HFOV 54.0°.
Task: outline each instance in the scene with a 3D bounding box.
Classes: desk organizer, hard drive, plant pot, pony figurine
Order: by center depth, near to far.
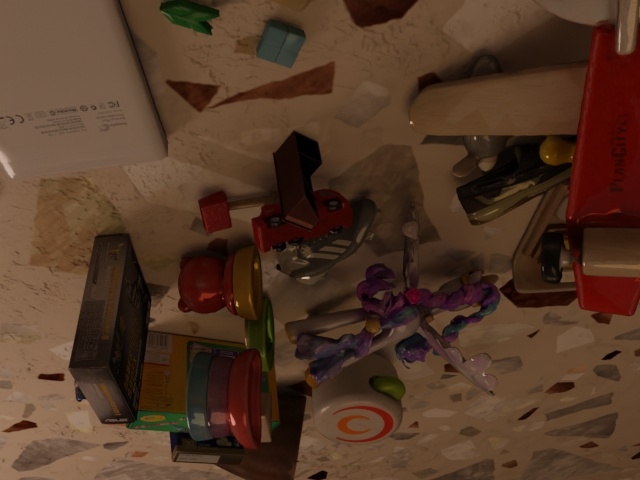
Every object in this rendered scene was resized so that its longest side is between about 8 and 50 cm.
[{"bbox_3d":[-0.313,-0.203,0.694,0.210,0.040,0.319,-8,142,-2],"label":"hard drive"},{"bbox_3d":[-0.025,-0.081,0.834,0.047,0.130,0.050,21,131,-32],"label":"desk organizer"},{"bbox_3d":[0.135,0.122,1.051,0.363,0.303,0.351,-21,172,9],"label":"pony figurine"},{"bbox_3d":[-0.162,0.444,1.425,0.230,0.215,0.215,10,140,0],"label":"plant pot"}]

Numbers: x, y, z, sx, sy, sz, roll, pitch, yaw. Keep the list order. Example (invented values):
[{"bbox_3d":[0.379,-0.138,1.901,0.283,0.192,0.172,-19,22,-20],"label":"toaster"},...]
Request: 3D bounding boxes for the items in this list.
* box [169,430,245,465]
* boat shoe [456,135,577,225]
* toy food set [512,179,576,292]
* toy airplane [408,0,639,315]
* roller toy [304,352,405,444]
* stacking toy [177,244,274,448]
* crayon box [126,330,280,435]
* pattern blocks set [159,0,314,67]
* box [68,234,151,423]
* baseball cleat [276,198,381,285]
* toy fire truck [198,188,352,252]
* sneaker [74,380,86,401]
[{"bbox_3d":[-0.238,0.347,1.263,0.136,0.225,0.037,13,116,-26],"label":"box"},{"bbox_3d":[0.303,-0.105,0.915,0.223,0.080,0.073,-33,100,13],"label":"boat shoe"},{"bbox_3d":[0.473,-0.012,1.052,0.219,0.092,0.306,-3,141,-9],"label":"toy food set"},{"bbox_3d":[0.351,-0.152,0.743,0.384,0.386,0.272,-48,172,28],"label":"toy airplane"},{"bbox_3d":[0.075,0.336,1.361,0.209,0.146,0.191,-3,133,2],"label":"roller toy"},{"bbox_3d":[-0.159,0.190,1.038,0.130,0.309,0.280,-2,152,3],"label":"stacking toy"},{"bbox_3d":[-0.222,0.281,1.213,0.278,0.165,0.081,13,136,-25],"label":"crayon box"},{"bbox_3d":[-0.038,-0.325,0.611,0.285,0.026,0.325,19,133,-31],"label":"pattern blocks set"},{"bbox_3d":[-0.314,0.136,0.963,0.056,0.231,0.183,-2,140,-4],"label":"box"},{"bbox_3d":[0.000,0.000,0.989,0.109,0.072,0.206,22,129,-24],"label":"baseball cleat"},{"bbox_3d":[-0.066,-0.039,0.899,0.192,0.135,0.047,-17,123,-18],"label":"toy fire truck"},{"bbox_3d":[-0.448,0.325,1.309,0.135,0.058,0.052,18,134,-31],"label":"sneaker"}]
